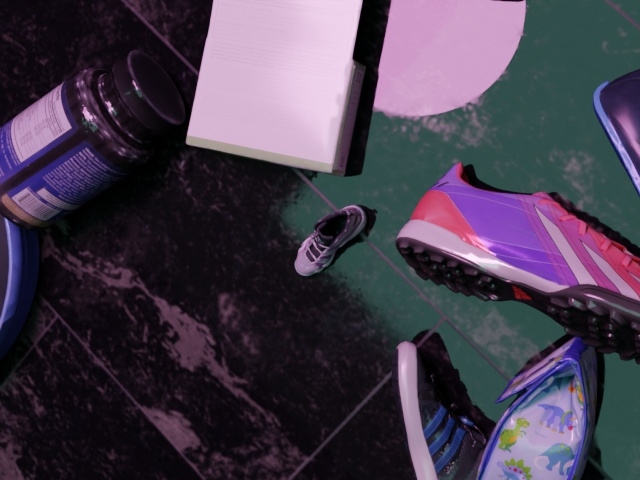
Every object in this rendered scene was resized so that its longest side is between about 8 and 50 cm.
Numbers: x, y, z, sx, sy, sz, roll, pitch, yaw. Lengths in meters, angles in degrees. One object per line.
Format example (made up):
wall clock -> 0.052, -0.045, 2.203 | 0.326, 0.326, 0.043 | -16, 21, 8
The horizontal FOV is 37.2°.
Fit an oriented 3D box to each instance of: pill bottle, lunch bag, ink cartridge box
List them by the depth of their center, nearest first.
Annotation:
lunch bag -> 0.211, 0.165, 0.880 | 0.096, 0.129, 0.151 | 25, 102, 17
ink cartridge box -> -0.037, -0.198, 0.992 | 0.171, 0.056, 0.235 | 13, 94, 19
pill bottle -> -0.261, -0.111, 1.041 | 0.219, 0.123, 0.123 | -30, 83, 18

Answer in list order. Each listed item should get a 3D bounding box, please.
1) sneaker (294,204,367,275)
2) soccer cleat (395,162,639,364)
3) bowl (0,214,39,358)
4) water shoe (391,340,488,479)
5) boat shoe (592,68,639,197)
sneaker -> 0.000, 0.000, 0.980 | 0.038, 0.069, 0.098 | 46, 106, 13
soccer cleat -> 0.224, 0.018, 0.859 | 0.318, 0.108, 0.116 | 21, 71, 30
bowl -> -0.516, 0.010, 1.165 | 0.391, 0.077, 0.391 | 1, 94, 20
water shoe -> 0.125, 0.195, 0.956 | 0.080, 0.073, 0.203 | -13, 93, -2
boat shoe -> 0.333, -0.040, 0.839 | 0.089, 0.109, 0.258 | -28, 85, 16
